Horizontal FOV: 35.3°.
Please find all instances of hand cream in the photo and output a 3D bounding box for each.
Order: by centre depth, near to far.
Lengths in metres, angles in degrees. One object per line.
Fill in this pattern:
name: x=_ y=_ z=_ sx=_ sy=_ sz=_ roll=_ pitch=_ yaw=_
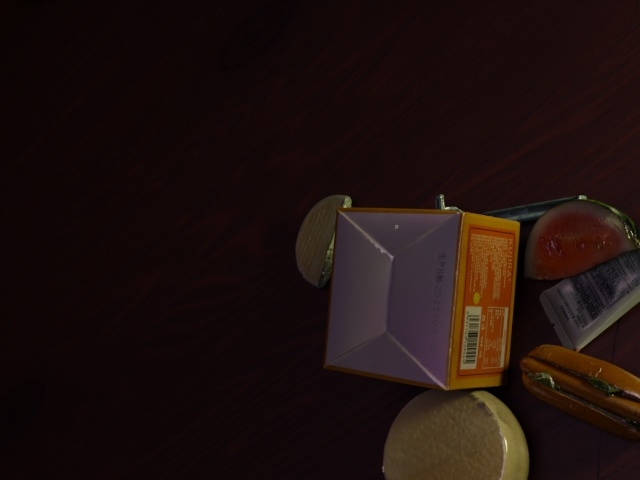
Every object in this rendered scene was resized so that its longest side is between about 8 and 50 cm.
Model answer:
hand cream: x=0.497 y=0.043 z=1.593 sx=0.340 sy=0.077 sz=0.124 roll=-44 pitch=51 yaw=30

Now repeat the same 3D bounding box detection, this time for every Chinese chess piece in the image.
Chinese chess piece: x=0.224 y=0.364 z=1.667 sx=0.250 sy=0.097 sz=0.251 roll=-16 pitch=64 yaw=35

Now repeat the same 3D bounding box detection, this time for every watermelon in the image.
watermelon: x=0.416 y=-0.002 z=1.644 sx=0.245 sy=0.063 sz=0.119 roll=-21 pitch=63 yaw=50

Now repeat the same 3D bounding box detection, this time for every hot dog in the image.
hot dog: x=0.417 y=0.232 z=1.569 sx=0.249 sy=0.068 sz=0.100 roll=21 pitch=94 yaw=44

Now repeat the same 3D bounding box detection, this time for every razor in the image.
razor: x=0.333 y=-0.043 z=1.771 sx=0.277 sy=0.056 sz=0.111 roll=-9 pitch=81 yaw=31

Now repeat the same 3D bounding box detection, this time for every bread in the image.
bread: x=-0.001 y=-0.004 z=2.052 sx=0.112 sy=0.036 sz=0.193 roll=15 pitch=87 yaw=48

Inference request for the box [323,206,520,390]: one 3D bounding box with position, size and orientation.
box: x=0.175 y=0.092 z=1.700 sx=0.259 sy=0.213 sz=0.284 roll=4 pitch=88 yaw=41
